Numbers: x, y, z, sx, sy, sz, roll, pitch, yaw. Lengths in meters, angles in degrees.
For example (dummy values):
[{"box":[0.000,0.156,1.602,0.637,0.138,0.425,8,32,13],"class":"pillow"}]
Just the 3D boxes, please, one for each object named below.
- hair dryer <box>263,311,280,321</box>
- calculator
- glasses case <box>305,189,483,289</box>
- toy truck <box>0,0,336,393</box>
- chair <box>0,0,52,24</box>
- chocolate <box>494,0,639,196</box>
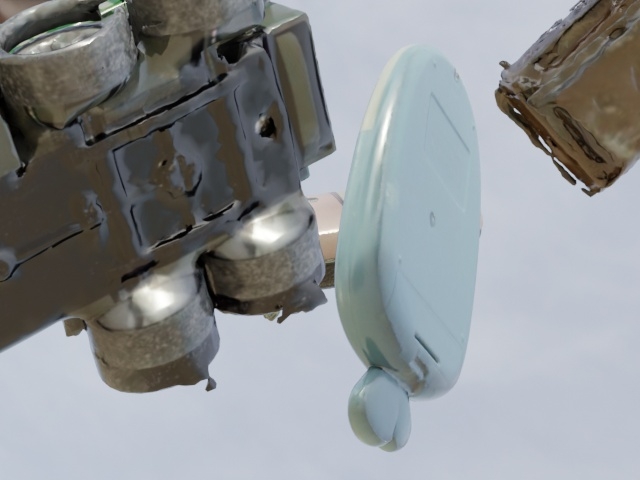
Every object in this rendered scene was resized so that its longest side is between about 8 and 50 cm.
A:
[{"box":[-0.128,-0.038,1.711,0.225,0.219,0.088,26,-37,-38],"class":"hair dryer"},{"box":[0.066,0.003,1.060,0.042,0.303,0.188,-4,-28,24],"class":"calculator"},{"box":[0.000,0.000,1.442,0.314,0.122,0.075,-9,-69,-10],"class":"glasses case"},{"box":[-0.146,-0.015,0.661,0.178,0.363,0.176,24,-43,47],"class":"toy truck"},{"box":[-0.287,-0.032,0.858,0.226,0.401,0.226,45,-32,38],"class":"chair"},{"box":[0.236,-0.161,0.793,0.329,0.065,0.102,-43,-86,8],"class":"chocolate"}]
